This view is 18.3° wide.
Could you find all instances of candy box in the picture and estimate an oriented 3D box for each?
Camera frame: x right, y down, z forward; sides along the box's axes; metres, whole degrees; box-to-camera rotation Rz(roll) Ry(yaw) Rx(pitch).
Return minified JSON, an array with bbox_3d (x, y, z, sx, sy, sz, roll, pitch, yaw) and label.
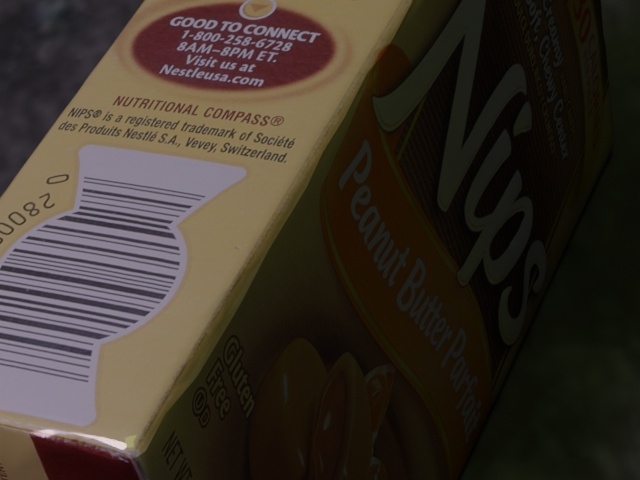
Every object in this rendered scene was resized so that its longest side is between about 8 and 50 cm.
[{"bbox_3d":[0.000,0.000,0.617,0.087,0.183,0.316,11,48,24],"label":"candy box"}]
